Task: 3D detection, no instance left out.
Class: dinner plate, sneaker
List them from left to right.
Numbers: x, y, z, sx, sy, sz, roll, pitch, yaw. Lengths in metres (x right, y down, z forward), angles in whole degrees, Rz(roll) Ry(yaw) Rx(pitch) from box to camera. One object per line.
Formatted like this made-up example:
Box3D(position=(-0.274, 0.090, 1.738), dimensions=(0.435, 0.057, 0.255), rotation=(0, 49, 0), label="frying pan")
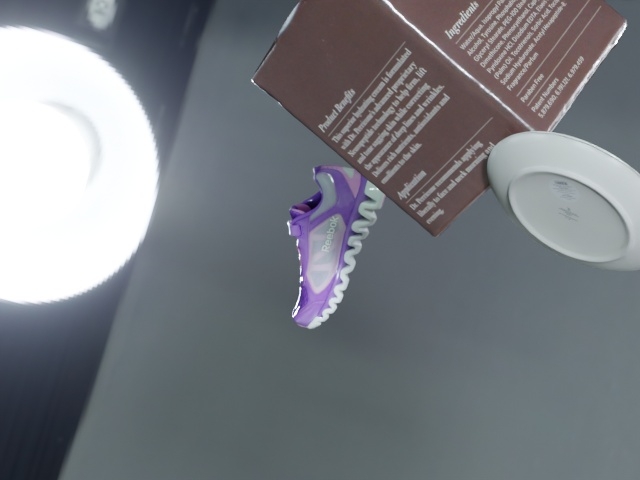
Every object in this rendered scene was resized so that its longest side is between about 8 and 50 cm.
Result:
Box3D(position=(0.000, 0.000, 1.636), dimensions=(0.105, 0.236, 0.095), rotation=(18, 18, -11), label="sneaker")
Box3D(position=(0.177, -0.021, 0.880), dimensions=(0.141, 0.017, 0.141), rotation=(27, -29, 16), label="dinner plate")

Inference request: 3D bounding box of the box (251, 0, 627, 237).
Box3D(position=(0.092, -0.149, 0.990), dimensions=(0.203, 0.167, 0.168), rotation=(41, -35, -2), label="box")
